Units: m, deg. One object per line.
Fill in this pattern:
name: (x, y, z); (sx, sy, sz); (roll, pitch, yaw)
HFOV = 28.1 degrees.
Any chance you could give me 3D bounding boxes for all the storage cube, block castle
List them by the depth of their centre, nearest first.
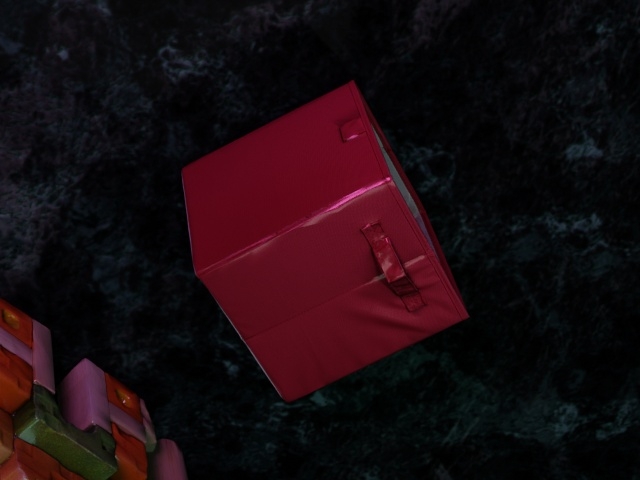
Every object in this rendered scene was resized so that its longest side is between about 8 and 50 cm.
storage cube: (0.000, 0.000, 1.197); (0.193, 0.215, 0.184); (-26, 125, 8)
block castle: (-0.343, 0.258, 1.255); (0.303, 0.213, 0.453); (-42, 122, 11)
